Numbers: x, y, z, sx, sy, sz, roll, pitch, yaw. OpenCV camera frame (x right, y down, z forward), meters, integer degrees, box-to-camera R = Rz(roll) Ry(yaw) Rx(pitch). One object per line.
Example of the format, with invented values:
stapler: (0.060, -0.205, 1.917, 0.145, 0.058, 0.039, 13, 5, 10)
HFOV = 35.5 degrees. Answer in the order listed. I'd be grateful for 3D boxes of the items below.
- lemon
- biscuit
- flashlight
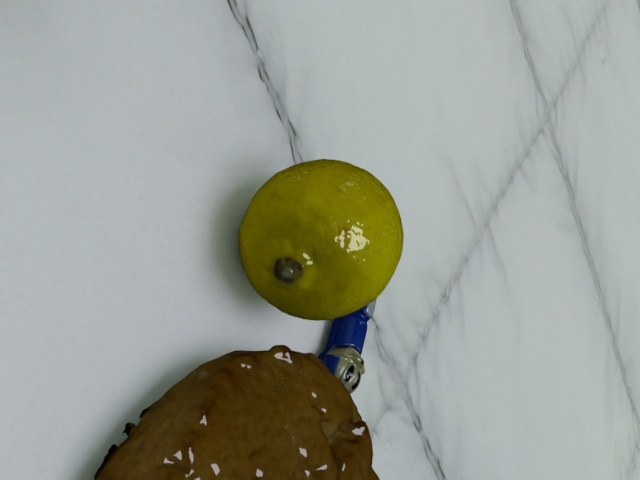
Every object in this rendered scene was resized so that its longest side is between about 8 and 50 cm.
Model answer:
lemon: (0.000, 0.000, 0.673, 0.133, 0.109, 0.109, -47, 125, -59)
biscuit: (-0.036, 0.206, 0.617, 0.296, 0.075, 0.295, 2, 88, -55)
flashlight: (0.024, 0.072, 0.764, 0.057, 0.035, 0.121, 47, 49, -39)
